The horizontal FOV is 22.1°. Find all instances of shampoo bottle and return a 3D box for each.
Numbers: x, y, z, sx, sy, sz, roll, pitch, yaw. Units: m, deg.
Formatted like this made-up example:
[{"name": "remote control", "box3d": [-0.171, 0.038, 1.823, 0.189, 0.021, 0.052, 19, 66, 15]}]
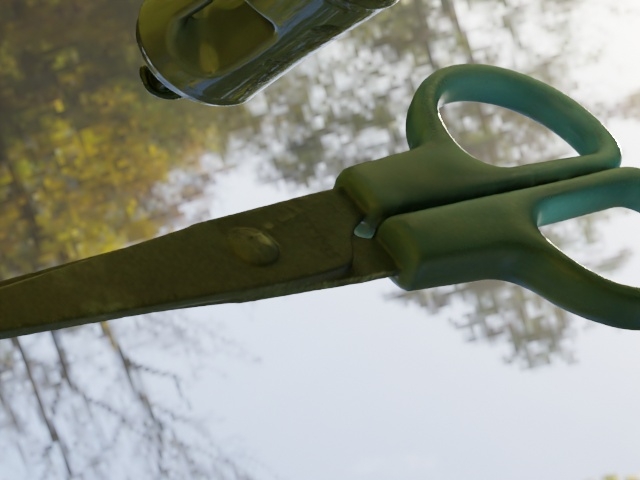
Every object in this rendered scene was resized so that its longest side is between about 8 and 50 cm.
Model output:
[{"name": "shampoo bottle", "box3d": [-0.052, -0.158, 1.156, 0.118, 0.087, 0.234, 13, 152, -37]}]

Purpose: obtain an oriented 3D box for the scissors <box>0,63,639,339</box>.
[{"name": "scissors", "box3d": [0.000, 0.000, 0.749, 0.447, 0.029, 0.192, -12, -131, -38]}]
